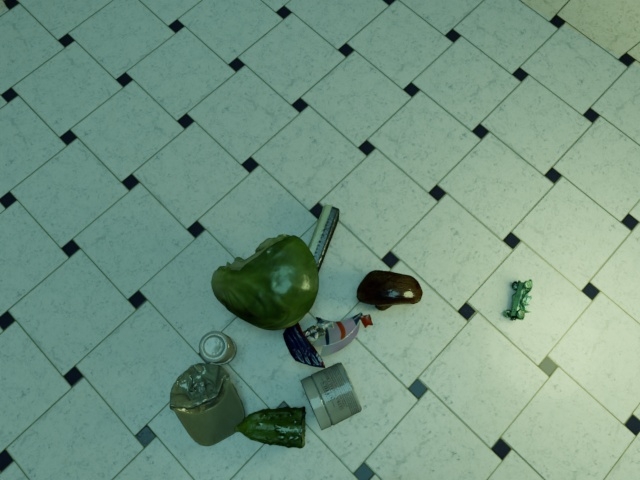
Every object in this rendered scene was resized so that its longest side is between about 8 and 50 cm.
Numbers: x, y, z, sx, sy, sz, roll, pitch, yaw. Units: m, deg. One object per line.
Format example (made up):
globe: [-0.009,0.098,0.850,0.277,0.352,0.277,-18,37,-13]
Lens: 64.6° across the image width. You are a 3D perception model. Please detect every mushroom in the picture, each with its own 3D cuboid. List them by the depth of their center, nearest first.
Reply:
mushroom: [0.244,0.166,1.771,0.231,0.194,0.138,0,73,-12]

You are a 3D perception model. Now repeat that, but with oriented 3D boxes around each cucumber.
cucumber: [-0.165,0.617,1.671,0.244,0.134,0.134,-2,73,3]

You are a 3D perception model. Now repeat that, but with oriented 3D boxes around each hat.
hat: [-0.383,0.549,1.716,0.214,0.149,0.244,-25,111,-13]

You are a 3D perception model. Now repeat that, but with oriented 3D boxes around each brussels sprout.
brussels sprout: [-0.177,0.153,1.711,0.371,0.276,0.314,-17,87,21]

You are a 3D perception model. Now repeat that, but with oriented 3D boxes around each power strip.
power strip: [0.000,0.000,1.863,0.070,0.105,0.256,18,74,7]

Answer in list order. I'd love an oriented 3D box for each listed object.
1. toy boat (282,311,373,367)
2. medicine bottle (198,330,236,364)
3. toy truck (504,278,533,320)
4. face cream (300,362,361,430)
toy boat: [0.028,0.344,1.749,0.318,0.072,0.219,-2,42,-1]
medicine bottle: [-0.346,0.365,1.715,0.105,0.168,0.105,0,73,0]
toy truck: [0.729,0.217,1.822,0.078,0.080,0.154,25,73,-15]
face cream: [0.035,0.510,1.669,0.153,0.177,0.177,-24,75,-8]
